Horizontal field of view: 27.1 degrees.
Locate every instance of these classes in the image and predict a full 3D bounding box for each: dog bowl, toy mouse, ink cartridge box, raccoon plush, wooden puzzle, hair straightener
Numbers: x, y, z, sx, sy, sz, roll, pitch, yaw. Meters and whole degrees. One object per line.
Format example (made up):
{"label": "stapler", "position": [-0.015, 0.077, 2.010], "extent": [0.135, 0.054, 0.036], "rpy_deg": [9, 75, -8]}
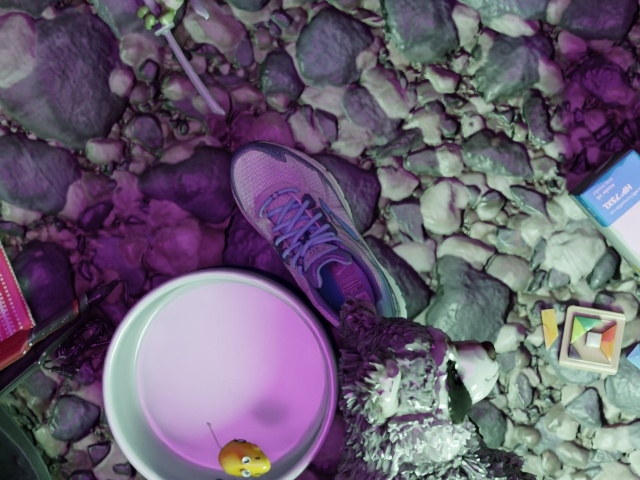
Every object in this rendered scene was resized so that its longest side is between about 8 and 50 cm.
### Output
{"label": "dog bowl", "position": [-0.109, 0.160, 1.514], "extent": [0.265, 0.104, 0.264], "rpy_deg": [0, 93, 5]}
{"label": "toy mouse", "position": [-0.082, 0.288, 1.418], "extent": [0.161, 0.031, 0.143], "rpy_deg": [17, 109, 41]}
{"label": "ink cartridge box", "position": [0.379, 0.011, 1.447], "extent": [0.078, 0.134, 0.231], "rpy_deg": [-41, 88, 5]}
{"label": "raccoon plush", "position": [0.030, 0.279, 1.382], "extent": [0.446, 0.216, 0.299], "rpy_deg": [-48, 120, -5]}
{"label": "wooden puzzle", "position": [0.310, 0.114, 1.519], "extent": [0.116, 0.014, 0.078], "rpy_deg": [2, 93, 5]}
{"label": "hair straightener", "position": [-0.310, 0.122, 1.559], "extent": [0.230, 0.047, 0.089], "rpy_deg": [-37, 130, 8]}

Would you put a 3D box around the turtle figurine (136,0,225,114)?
{"label": "turtle figurine", "position": [-0.199, -0.315, 1.455], "extent": [0.266, 0.198, 0.274], "rpy_deg": [18, 91, 8]}

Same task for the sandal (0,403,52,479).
{"label": "sandal", "position": [-0.449, 0.203, 1.504], "extent": [0.168, 0.107, 0.445], "rpy_deg": [-19, 105, 30]}

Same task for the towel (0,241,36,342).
{"label": "towel", "position": [-0.496, 0.069, 1.583], "extent": [0.275, 0.031, 0.198], "rpy_deg": [-23, 91, 6]}

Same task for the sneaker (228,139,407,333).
{"label": "sneaker", "position": [0.000, 0.000, 1.487], "extent": [0.110, 0.122, 0.283], "rpy_deg": [-40, 89, 5]}
